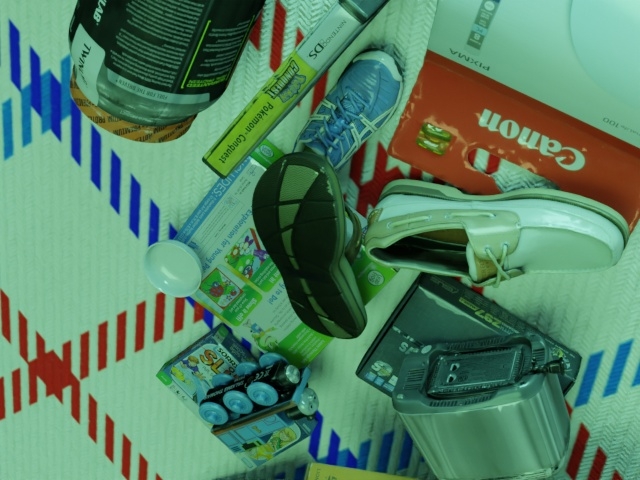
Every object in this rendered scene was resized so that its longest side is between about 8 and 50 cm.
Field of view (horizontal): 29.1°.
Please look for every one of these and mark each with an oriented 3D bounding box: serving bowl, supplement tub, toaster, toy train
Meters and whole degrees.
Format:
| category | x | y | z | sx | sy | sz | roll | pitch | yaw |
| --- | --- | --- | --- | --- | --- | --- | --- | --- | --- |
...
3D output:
| category | x | y | z | sx | sy | sz | roll | pitch | yaw |
| --- | --- | --- | --- | --- | --- | --- | --- | --- | --- |
| serving bowl | -0.188 | 0.032 | 1.599 | 0.083 | 0.027 | 0.083 | 10 | 123 | 16 |
| supplement tub | -0.161 | -0.272 | 1.357 | 0.194 | 0.193 | 0.316 | 30 | 126 | 2 |
| toaster | 0.206 | 0.203 | 1.476 | 0.227 | 0.129 | 0.146 | -11 | 120 | 24 |
| toy train | -0.081 | 0.217 | 1.654 | 0.184 | 0.080 | 0.105 | -26 | 119 | 38 |

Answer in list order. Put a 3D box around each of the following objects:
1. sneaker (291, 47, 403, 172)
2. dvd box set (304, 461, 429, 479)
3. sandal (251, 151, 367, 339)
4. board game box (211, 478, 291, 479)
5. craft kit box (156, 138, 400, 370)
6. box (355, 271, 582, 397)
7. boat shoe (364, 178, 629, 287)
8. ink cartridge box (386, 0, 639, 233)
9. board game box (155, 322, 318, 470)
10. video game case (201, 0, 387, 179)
| category | x | y | z | sx | sy | sz | roll | pitch | yaw |
| --- | --- | --- | --- | --- | --- | --- | --- | --- | --- |
| sneaker | 0.027 | -0.132 | 1.437 | 0.080 | 0.081 | 0.211 | 34 | 128 | 0 |
| dvd box set | 0.213 | 0.390 | 1.614 | 0.420 | 0.062 | 0.307 | 6 | 155 | 19 |
| sandal | -0.001 | 0.000 | 1.468 | 0.120 | 0.086 | 0.302 | 18 | 145 | 25 |
| board game box | -0.044 | 0.492 | 1.809 | 0.224 | 0.097 | 0.303 | -15 | 116 | 53 |
| craft kit box | -0.056 | 0.025 | 1.590 | 0.247 | 0.061 | 0.250 | 40 | 127 | -2 |
| box | 0.185 | 0.160 | 1.571 | 0.233 | 0.059 | 0.183 | 32 | 126 | 0 |
| boat shoe | 0.197 | 0.005 | 1.424 | 0.302 | 0.103 | 0.113 | 5 | 134 | 25 |
| ink cartridge box | 0.256 | -0.167 | 1.316 | 0.308 | 0.091 | 0.385 | 26 | 126 | 6 |
| board game box | -0.119 | 0.224 | 1.753 | 0.201 | 0.035 | 0.136 | 46 | 126 | -10 |
| video game case | 0.010 | -0.203 | 1.277 | 0.035 | 0.275 | 0.248 | 42 | 127 | -4 |
